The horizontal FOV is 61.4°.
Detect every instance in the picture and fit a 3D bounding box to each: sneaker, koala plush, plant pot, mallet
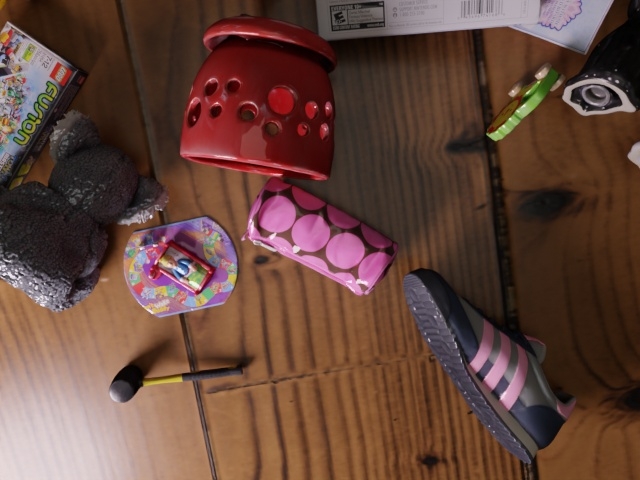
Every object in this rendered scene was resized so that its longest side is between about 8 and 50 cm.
[{"bbox_3d":[0.241,0.152,0.770,0.131,0.112,0.319,-36,99,-12],"label":"sneaker"},{"bbox_3d":[-0.324,-0.039,0.706,0.196,0.203,0.221,47,73,-18],"label":"koala plush"},{"bbox_3d":[-0.068,-0.172,0.676,0.191,0.191,0.174,10,94,-1],"label":"plant pot"},{"bbox_3d":[-0.213,0.202,0.805,0.189,0.062,0.039,-6,99,-14],"label":"mallet"}]

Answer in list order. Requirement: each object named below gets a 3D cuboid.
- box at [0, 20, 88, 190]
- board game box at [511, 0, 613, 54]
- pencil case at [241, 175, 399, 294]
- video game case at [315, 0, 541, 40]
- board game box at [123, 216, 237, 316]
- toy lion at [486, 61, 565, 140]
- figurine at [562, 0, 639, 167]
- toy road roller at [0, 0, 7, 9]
[{"bbox_3d":[-0.430,-0.181,0.751,0.114,0.036,0.207,34,96,-4],"label":"box"},{"bbox_3d":[0.249,-0.436,0.651,0.317,0.066,0.319,20,117,-2],"label":"board game box"},{"bbox_3d":[0.000,0.000,0.746,0.209,0.095,0.098,26,70,-3],"label":"pencil case"},{"bbox_3d":[0.121,-0.373,0.627,0.269,0.061,0.244,-1,117,8],"label":"video game case"},{"bbox_3d":[-0.206,0.042,0.781,0.168,0.033,0.133,-12,97,2],"label":"board game box"},{"bbox_3d":[0.265,-0.178,0.720,0.034,0.100,0.096,38,77,-6],"label":"toy lion"},{"bbox_3d":[0.457,-0.221,0.703,0.215,0.092,0.209,36,81,-12],"label":"figurine"},{"bbox_3d":[-0.474,-0.455,0.613,0.329,0.240,0.202,39,96,-4],"label":"toy road roller"}]
